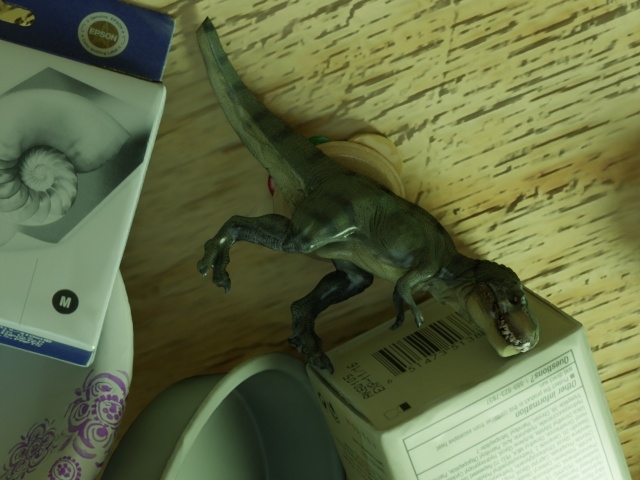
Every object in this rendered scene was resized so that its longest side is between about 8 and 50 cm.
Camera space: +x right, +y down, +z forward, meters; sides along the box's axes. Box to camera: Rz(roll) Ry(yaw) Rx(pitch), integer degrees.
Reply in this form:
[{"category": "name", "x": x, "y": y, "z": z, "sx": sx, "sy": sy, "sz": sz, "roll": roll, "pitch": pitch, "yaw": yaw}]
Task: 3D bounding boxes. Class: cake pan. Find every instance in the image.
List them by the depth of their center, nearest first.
[{"category": "cake pan", "x": -0.065, "y": 0.208, "z": 1.171, "sx": 0.054, "sy": 0.293, "sz": 0.293, "roll": 7, "pitch": 117, "yaw": 24}]

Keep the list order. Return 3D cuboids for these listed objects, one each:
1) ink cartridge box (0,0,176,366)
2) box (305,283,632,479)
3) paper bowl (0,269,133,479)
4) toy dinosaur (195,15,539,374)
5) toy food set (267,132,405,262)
[{"category": "ink cartridge box", "x": -0.202, "y": -0.065, "z": 1.072, "sx": 0.223, "sy": 0.224, "sz": 0.045, "roll": 15, "pitch": 158, "yaw": -9}, {"category": "box", "x": 0.120, "y": 0.193, "z": 1.219, "sx": 0.148, "sy": 0.121, "sz": 0.311, "roll": -25, "pitch": 115, "yaw": -14}, {"category": "paper bowl", "x": -0.256, "y": 0.074, "z": 1.113, "sx": 0.284, "sy": 0.148, "sz": 0.284, "roll": 4, "pitch": 71, "yaw": -13}, {"category": "toy dinosaur", "x": 0.000, "y": 0.000, "z": 1.145, "sx": 0.268, "sy": 0.064, "sz": 0.118, "roll": 40, "pitch": 91, "yaw": 5}, {"category": "toy food set", "x": 0.010, "y": -0.025, "z": 1.190, "sx": 0.082, "sy": 0.020, "sz": 0.083, "roll": -4, "pitch": 115, "yaw": 0}]
